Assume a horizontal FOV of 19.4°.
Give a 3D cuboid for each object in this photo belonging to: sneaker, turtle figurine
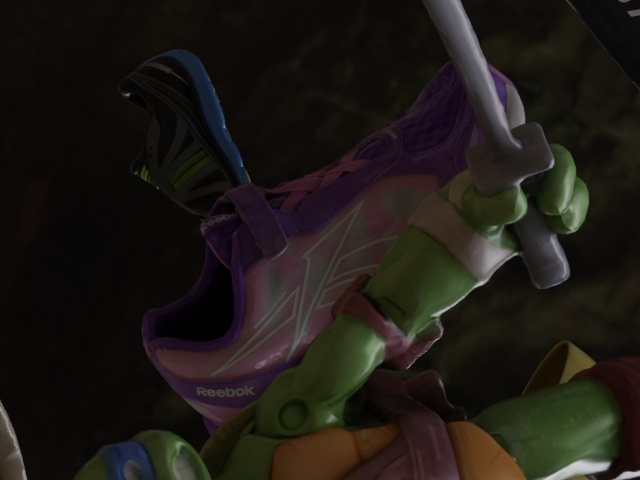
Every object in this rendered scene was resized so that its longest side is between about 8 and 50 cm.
[{"bbox_3d":[0.000,0.000,0.910,0.236,0.104,0.095,-51,-157,7],"label":"sneaker"},{"bbox_3d":[-0.094,-0.047,1.353,0.067,0.078,0.188,91,-23,-72],"label":"sneaker"},{"bbox_3d":[0.077,0.078,0.566,0.275,0.266,0.198,-57,-139,33],"label":"turtle figurine"}]

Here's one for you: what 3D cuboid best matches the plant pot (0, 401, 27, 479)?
[{"bbox_3d":[-0.319,0.096,0.967,0.305,0.334,0.334,-120,-128,-71],"label":"plant pot"}]

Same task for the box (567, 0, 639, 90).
[{"bbox_3d":[0.199,-0.271,1.305,0.097,0.318,0.395,-28,-142,20],"label":"box"}]

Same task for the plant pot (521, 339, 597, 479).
[{"bbox_3d":[0.231,0.170,1.675,0.134,0.095,0.134,-63,-177,6],"label":"plant pot"}]
